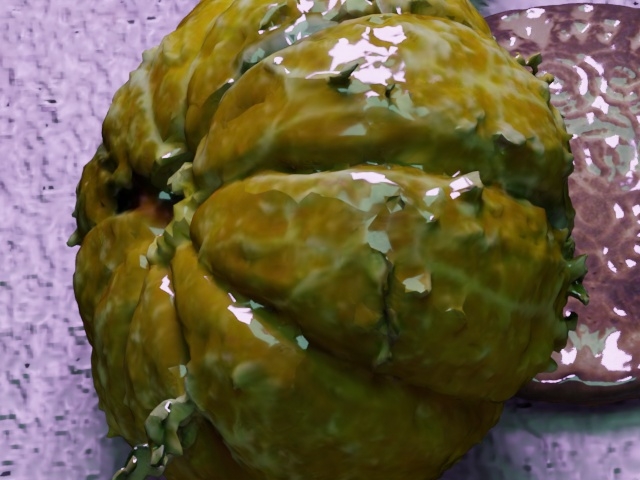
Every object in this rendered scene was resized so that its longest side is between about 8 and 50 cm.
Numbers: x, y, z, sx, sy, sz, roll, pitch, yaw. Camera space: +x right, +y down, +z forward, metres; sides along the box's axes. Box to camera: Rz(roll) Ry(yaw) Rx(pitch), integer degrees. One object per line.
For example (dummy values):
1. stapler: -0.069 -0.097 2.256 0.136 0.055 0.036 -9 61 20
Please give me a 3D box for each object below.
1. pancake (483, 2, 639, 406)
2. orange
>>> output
1. pancake: 0.154 -0.031 1.173 0.286 0.033 0.288 -25 57 -19
2. orange: 0.000 0.000 1.018 0.223 0.300 0.301 20 26 -39
